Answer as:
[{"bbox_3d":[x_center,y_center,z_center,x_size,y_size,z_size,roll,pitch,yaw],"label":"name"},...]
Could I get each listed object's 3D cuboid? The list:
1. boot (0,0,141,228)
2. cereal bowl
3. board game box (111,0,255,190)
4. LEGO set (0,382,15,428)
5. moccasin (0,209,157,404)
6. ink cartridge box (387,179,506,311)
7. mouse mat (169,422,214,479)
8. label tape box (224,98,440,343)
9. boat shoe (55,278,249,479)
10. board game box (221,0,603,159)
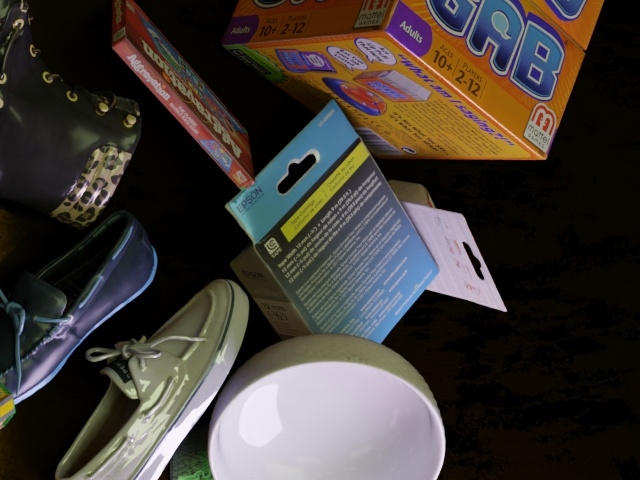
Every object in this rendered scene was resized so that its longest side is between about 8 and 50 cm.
[{"bbox_3d":[-0.357,-0.212,1.795,0.284,0.138,0.377,23,82,-37],"label":"boot"},{"bbox_3d":[0.005,0.263,2.061,0.338,0.141,0.339,-2,124,-3],"label":"cereal bowl"},{"bbox_3d":[-0.186,-0.203,1.950,0.027,0.145,0.281,-32,123,15],"label":"board game box"},{"bbox_3d":[-0.499,0.116,1.617,0.192,0.254,0.331,-40,133,-68],"label":"LEGO set"},{"bbox_3d":[-0.359,0.079,1.816,0.342,0.137,0.117,-47,145,-32],"label":"moccasin"},{"bbox_3d":[0.195,0.005,2.211,0.066,0.232,0.189,-41,118,-26],"label":"ink cartridge box"},{"bbox_3d":[-0.143,0.341,2.101,0.189,0.007,0.153,-3,95,-41],"label":"mouse mat"},{"bbox_3d":[0.000,0.000,2.129,0.249,0.115,0.348,-48,119,-26],"label":"label tape box"},{"bbox_3d":[-0.245,0.187,1.936,0.156,0.136,0.367,39,79,-32],"label":"boat shoe"},{"bbox_3d":[0.149,-0.354,2.066,0.356,0.356,0.356,33,72,-37],"label":"board game box"}]
